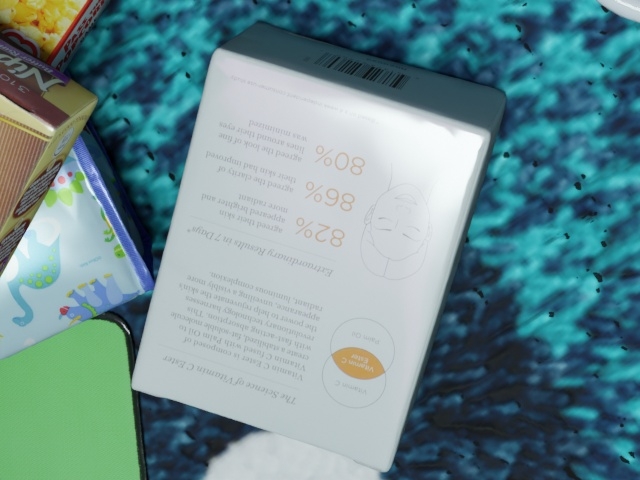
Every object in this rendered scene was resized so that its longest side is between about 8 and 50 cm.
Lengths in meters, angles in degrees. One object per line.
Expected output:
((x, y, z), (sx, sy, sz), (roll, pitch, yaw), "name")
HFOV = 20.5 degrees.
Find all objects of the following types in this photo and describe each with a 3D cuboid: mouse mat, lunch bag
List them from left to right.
((-0.166, -0.025, 0.844), (0.129, 0.096, 0.151), (-26, 110, 0), "lunch bag")
((-0.184, 0.110, 0.948), (0.190, 0.007, 0.152), (0, 106, 11), "mouse mat")

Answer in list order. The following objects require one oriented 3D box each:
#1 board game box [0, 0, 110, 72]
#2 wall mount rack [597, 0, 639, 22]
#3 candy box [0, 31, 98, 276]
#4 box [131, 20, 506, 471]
((-0.141, -0.172, 0.794), (0.147, 0.045, 0.193), (32, 82, 2), "board game box")
((0.228, -0.228, 0.696), (0.350, 0.130, 0.304), (-26, 99, 17), "wall mount rack")
((-0.187, -0.012, 0.762), (0.109, 0.053, 0.186), (34, 117, 1), "candy box")
((0.000, 0.000, 0.831), (0.130, 0.091, 0.170), (18, 108, 5), "box")
